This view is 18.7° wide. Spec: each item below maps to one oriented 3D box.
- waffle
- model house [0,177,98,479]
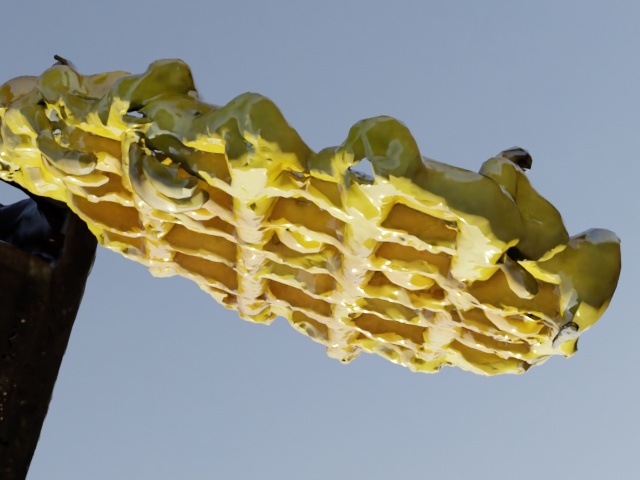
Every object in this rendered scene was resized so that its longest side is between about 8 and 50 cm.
[{"bbox_3d":[0.001,-0.003,0.752,0.262,0.280,0.060,28,-105,-42],"label":"waffle"},{"bbox_3d":[-0.320,0.061,1.021,0.282,0.317,0.297,17,-107,-40],"label":"model house"}]
